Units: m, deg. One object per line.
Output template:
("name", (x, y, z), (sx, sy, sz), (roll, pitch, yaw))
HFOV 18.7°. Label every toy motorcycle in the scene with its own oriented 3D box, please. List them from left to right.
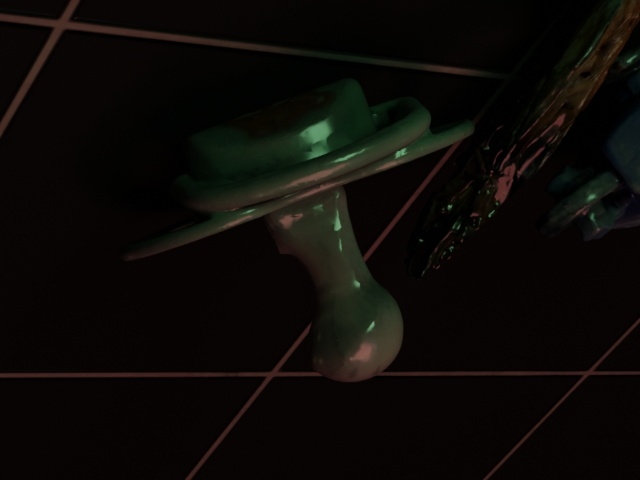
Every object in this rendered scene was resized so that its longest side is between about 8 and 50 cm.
("toy motorcycle", (0.371, -0.096, 1.959), (0.319, 0.182, 0.241), (-38, 146, 18))

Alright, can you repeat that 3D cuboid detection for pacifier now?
("pacifier", (0.000, 0.000, 1.766), (0.343, 0.269, 0.288), (-23, -177, -4))

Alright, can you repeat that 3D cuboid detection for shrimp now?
("shrimp", (0.191, -0.109, 1.811), (0.365, 0.071, 0.233), (-51, 175, 6))
